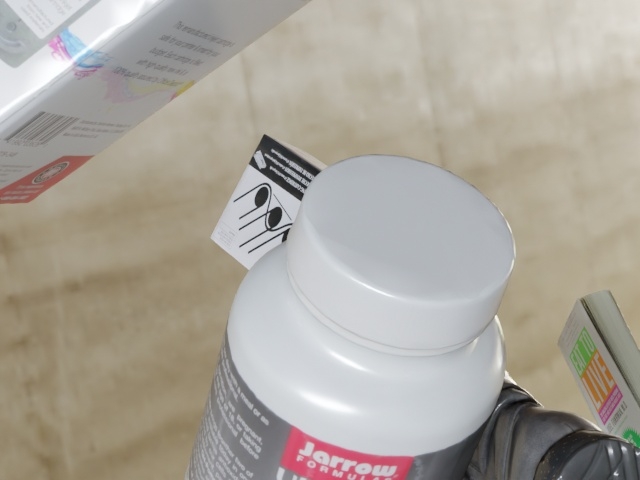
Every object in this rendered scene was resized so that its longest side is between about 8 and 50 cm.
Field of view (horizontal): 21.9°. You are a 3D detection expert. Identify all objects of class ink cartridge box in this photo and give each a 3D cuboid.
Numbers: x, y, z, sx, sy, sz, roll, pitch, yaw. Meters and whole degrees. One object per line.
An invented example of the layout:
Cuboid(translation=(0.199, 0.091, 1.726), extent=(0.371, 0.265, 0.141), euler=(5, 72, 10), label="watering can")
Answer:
Cuboid(translation=(-0.153, -0.156, 1.106), extent=(0.306, 0.131, 0.226), euler=(-36, 174, 10), label="ink cartridge box")
Cuboid(translation=(0.000, 0.000, 1.246), extent=(0.046, 0.097, 0.207), euler=(22, -171, -38), label="ink cartridge box")

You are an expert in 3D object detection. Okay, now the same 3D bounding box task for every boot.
Cuboid(translation=(0.174, 0.256, 1.221), extent=(0.118, 0.338, 0.223), euler=(-11, -163, -19), label="boot")

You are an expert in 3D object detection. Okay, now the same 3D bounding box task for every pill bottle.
Cuboid(translation=(0.016, 0.104, 1.061), extent=(0.176, 0.318, 0.176), euler=(10, -139, -9), label="pill bottle")

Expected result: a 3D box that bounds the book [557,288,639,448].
Cuboid(translation=(0.273, 0.132, 1.547), extent=(0.035, 0.144, 0.096), euler=(-14, 151, -19), label="book")
